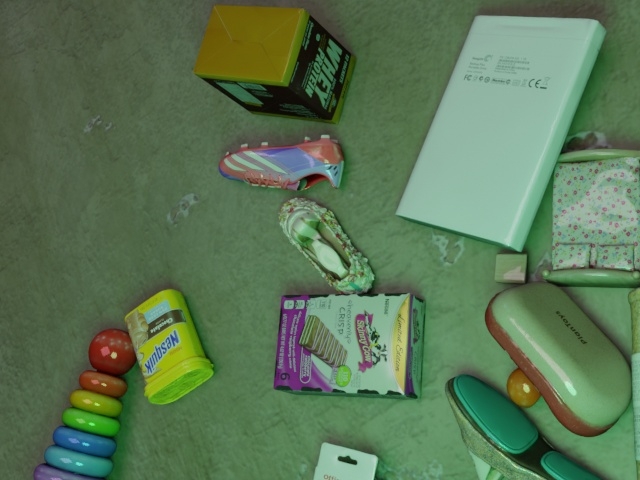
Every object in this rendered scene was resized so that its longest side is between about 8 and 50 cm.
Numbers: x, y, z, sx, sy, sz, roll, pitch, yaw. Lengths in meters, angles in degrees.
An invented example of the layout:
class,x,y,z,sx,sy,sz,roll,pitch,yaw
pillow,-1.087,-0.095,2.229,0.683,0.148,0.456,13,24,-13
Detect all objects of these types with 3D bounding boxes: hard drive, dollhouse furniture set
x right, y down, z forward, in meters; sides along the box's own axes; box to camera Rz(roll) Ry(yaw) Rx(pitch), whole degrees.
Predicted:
class,x,y,z,sx,sy,sz,roll,pitch,yaw
hard drive,0.272,-0.174,1.350,0.233,0.047,0.353,18,85,47
dollhouse furniture set,0.405,-0.099,1.211,0.355,0.174,0.303,-1,75,29

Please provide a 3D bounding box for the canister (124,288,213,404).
class,x,y,z,sx,sy,sz,roll,pitch,yaw
canister,-0.275,0.188,1.567,0.126,0.073,0.170,-34,61,16

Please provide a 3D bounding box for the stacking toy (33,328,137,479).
class,x,y,z,sx,sy,sz,roll,pitch,yaw
stacking toy,-0.413,0.319,1.577,0.141,0.141,0.330,7,76,30

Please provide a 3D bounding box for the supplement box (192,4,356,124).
class,x,y,z,sx,sy,sz,roll,pitch,yaw
supplement box,-0.076,-0.304,1.522,0.191,0.194,0.129,12,82,31

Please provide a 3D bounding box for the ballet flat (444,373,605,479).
class,x,y,z,sx,sy,sz,roll,pitch,yaw
ballet flat,0.279,0.317,1.210,0.316,0.107,0.106,40,123,33

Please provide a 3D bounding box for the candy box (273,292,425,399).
class,x,y,z,sx,sy,sz,roll,pitch,yaw
candy box,0.045,0.168,1.395,0.233,0.071,0.159,-3,74,28

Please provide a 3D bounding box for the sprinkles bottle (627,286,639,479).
class,x,y,z,sx,sy,sz,roll,pitch,yaw
sprinkles bottle,0.459,0.236,1.116,0.121,0.121,0.355,-5,74,28

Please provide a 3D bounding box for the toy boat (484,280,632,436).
class,x,y,z,sx,sy,sz,roll,pitch,yaw
toy boat,0.315,0.178,1.222,0.231,0.151,0.151,53,134,30

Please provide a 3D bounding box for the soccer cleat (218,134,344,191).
class,x,y,z,sx,sy,sz,roll,pitch,yaw
soccer cleat,-0.074,-0.123,1.542,0.248,0.083,0.095,-7,77,25

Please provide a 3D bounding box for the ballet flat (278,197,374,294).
class,x,y,z,sx,sy,sz,roll,pitch,yaw
ballet flat,0.000,0.000,1.465,0.091,0.077,0.241,-51,58,8

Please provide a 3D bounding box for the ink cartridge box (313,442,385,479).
class,x,y,z,sx,sy,sz,roll,pitch,yaw
ink cartridge box,0.039,0.409,1.336,0.104,0.060,0.180,7,80,31
